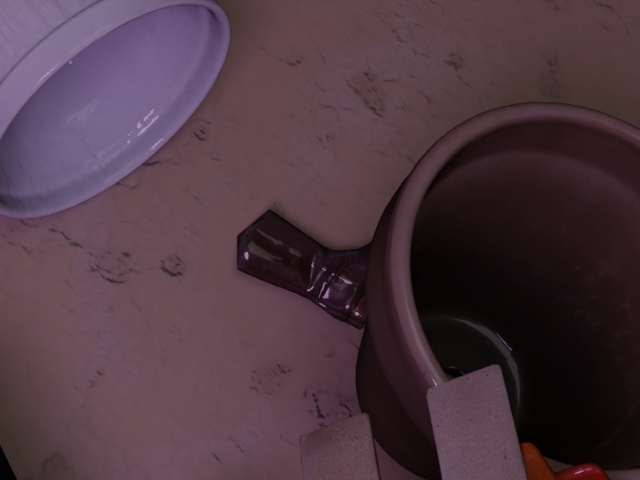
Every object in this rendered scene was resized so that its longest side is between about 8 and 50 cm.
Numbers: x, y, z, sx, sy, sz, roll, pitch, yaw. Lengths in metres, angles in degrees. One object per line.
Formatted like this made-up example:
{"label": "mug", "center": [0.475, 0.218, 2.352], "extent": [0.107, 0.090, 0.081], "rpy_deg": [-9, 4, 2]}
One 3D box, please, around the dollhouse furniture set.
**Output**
{"label": "dollhouse furniture set", "center": [0.052, 0.190, 0.811], "extent": [0.259, 0.262, 0.135], "rpy_deg": [-23, 46, 16]}

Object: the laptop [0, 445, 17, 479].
{"label": "laptop", "center": [-0.222, 0.136, 0.656], "extent": [0.137, 0.264, 0.234], "rpy_deg": [-29, 68, -10]}

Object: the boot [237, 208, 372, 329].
{"label": "boot", "center": [0.000, 0.000, 1.059], "extent": [0.114, 0.037, 0.106], "rpy_deg": [27, 59, -2]}

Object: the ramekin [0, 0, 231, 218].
{"label": "ramekin", "center": [-0.173, -0.123, 0.957], "extent": [0.207, 0.207, 0.109], "rpy_deg": [-33, 72, -28]}

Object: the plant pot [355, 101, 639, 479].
{"label": "plant pot", "center": [0.131, 0.068, 0.964], "extent": [0.263, 0.229, 0.263], "rpy_deg": [7, 66, -16]}
